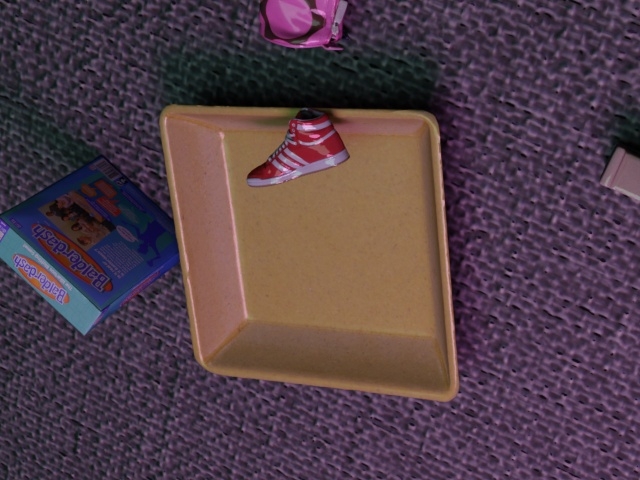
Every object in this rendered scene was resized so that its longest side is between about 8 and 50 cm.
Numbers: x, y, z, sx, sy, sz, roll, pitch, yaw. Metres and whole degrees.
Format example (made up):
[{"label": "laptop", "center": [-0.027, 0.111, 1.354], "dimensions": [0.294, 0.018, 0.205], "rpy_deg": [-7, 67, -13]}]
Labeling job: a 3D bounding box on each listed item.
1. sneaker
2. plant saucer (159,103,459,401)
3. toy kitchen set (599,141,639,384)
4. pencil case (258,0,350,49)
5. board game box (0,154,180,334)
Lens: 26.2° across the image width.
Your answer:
[{"label": "sneaker", "center": [-0.033, -0.099, 1.435], "dimensions": [0.118, 0.042, 0.067], "rpy_deg": [-16, 108, 23]}, {"label": "plant saucer", "center": [0.000, 0.000, 1.535], "dimensions": [0.332, 0.081, 0.333], "rpy_deg": [4, 113, 24]}, {"label": "toy kitchen set", "center": [0.332, 0.028, 1.382], "dimensions": [0.166, 0.122, 0.207], "rpy_deg": [26, 101, 15]}, {"label": "pencil case", "center": [-0.004, -0.301, 1.398], "dimensions": [0.098, 0.095, 0.209], "rpy_deg": [36, 130, 46]}, {"label": "board game box", "center": [-0.263, 0.000, 1.588], "dimensions": [0.160, 0.210, 0.047], "rpy_deg": [43, 124, 4]}]
